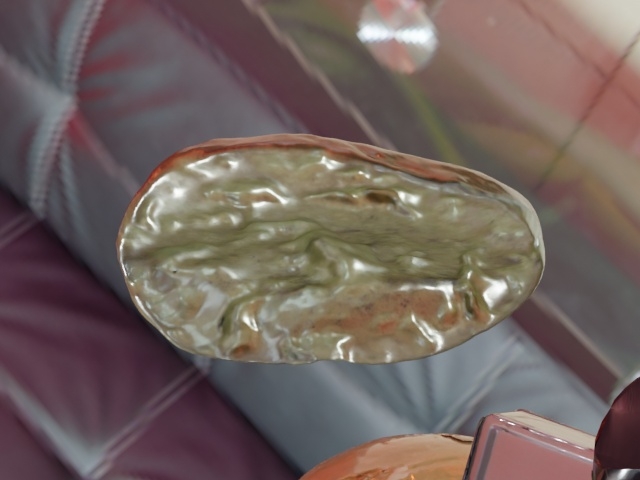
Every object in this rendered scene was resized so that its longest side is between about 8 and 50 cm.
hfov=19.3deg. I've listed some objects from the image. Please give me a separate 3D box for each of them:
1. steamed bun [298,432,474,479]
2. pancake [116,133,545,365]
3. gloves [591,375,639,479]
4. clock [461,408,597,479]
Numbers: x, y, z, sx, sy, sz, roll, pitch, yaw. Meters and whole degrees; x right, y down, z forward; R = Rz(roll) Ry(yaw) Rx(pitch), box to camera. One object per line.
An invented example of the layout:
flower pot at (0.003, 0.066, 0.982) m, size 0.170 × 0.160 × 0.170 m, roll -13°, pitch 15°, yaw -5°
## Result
steamed bun at (0.090, 0.265, 1.827) m, size 0.232 × 0.273 × 0.166 m, roll 136°, pitch 119°, yaw -64°
pancake at (0.000, 0.000, 1.038) m, size 0.242 × 0.050 × 0.242 m, roll 0°, pitch 148°, yaw 0°
gloves at (0.304, 0.160, 1.230) m, size 0.210 × 0.312 × 0.135 m, roll -54°, pitch 50°, yaw 12°
clock at (0.178, 0.245, 1.492) m, size 0.147 × 0.071 × 0.192 m, roll 18°, pitch 98°, yaw 26°
